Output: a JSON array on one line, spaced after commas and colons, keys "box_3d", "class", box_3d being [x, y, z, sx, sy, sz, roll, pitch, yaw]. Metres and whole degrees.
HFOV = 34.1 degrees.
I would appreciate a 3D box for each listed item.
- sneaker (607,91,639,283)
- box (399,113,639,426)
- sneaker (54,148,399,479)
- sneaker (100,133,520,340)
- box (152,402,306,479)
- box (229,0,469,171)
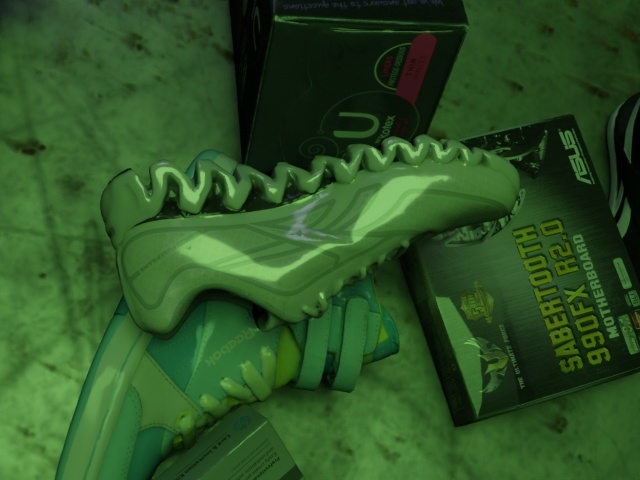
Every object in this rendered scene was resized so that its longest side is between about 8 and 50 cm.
[{"box_3d": [0.303, -0.042, 0.903, 0.079, 0.121, 0.217, 0, 73, -11], "class": "sneaker"}, {"box_3d": [0.167, 0.022, 0.890, 0.183, 0.056, 0.231, -13, 76, -16], "class": "box"}, {"box_3d": [-0.057, 0.101, 0.781, 0.208, 0.127, 0.319, 23, 71, -3], "class": "sneaker"}, {"box_3d": [0.000, 0.000, 0.726, 0.292, 0.110, 0.118, -8, 74, -8], "class": "sneaker"}, {"box_3d": [-0.059, 0.231, 0.735, 0.145, 0.038, 0.186, -38, 120, -20], "class": "box"}, {"box_3d": [0.007, -0.204, 0.828, 0.143, 0.165, 0.270, 1, 54, -12], "class": "box"}]
